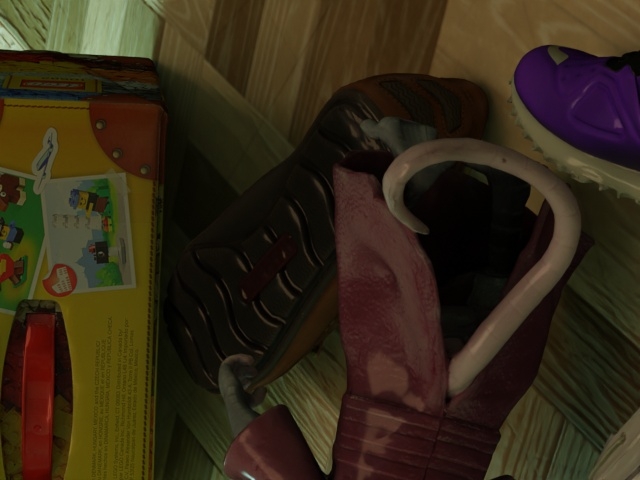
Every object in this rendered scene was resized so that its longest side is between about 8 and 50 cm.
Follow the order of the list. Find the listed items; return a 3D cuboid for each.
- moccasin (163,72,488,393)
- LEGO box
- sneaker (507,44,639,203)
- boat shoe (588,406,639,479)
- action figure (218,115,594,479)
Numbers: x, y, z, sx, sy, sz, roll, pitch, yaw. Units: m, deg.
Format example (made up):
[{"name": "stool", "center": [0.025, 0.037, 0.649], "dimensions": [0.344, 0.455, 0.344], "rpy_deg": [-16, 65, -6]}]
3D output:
[{"name": "moccasin", "center": [-0.002, -0.002, 1.490], "dimensions": [0.139, 0.147, 0.380], "rpy_deg": [54, 135, 20]}, {"name": "LEGO box", "center": [-0.245, 0.097, 1.712], "dimensions": [0.372, 0.193, 0.500], "rpy_deg": [-120, 32, -77]}, {"name": "sneaker", "center": [0.232, -0.082, 1.125], "dimensions": [0.293, 0.102, 0.146], "rpy_deg": [38, 119, 46]}, {"name": "boat shoe", "center": [0.212, 0.147, 1.207], "dimensions": [0.226, 0.083, 0.075], "rpy_deg": [-52, 38, 34]}, {"name": "action figure", "center": [0.076, 0.122, 1.235], "dimensions": [0.276, 0.248, 0.370], "rpy_deg": [-165, 89, -74]}]
